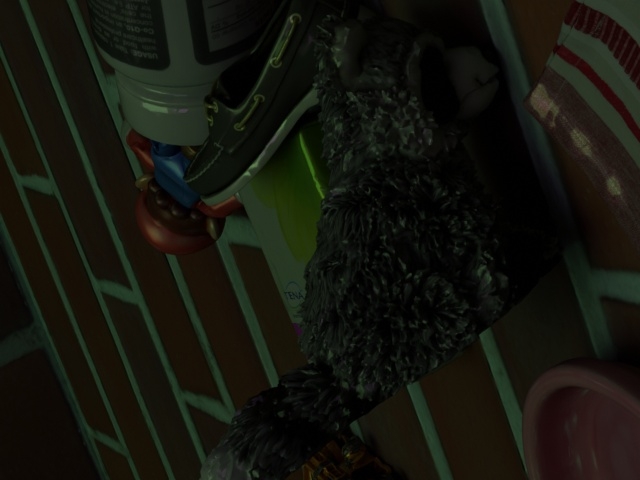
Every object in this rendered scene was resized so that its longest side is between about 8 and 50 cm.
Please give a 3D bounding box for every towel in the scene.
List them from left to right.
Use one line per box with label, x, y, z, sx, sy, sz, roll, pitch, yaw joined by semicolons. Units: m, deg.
towel;0.269;-0.110;1.421;0.237;0.037;0.329;55;156;20

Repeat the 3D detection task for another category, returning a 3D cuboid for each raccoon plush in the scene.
raccoon plush;0.000;0.000;1.666;0.299;0.446;0.216;51;171;-1

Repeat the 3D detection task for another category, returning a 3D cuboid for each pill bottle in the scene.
pill bottle;-0.149;-0.290;1.940;0.204;0.204;0.361;43;149;42

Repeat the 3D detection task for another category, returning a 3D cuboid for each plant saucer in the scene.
plant saucer;0.309;0.246;1.658;0.332;0.084;0.332;49;154;34

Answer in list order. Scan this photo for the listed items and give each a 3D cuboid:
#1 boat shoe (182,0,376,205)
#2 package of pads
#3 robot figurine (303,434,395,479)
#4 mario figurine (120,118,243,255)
boat shoe;-0.062;-0.149;1.888;0.091;0.109;0.305;29;132;-18
package of pads;0.021;0.005;2.020;0.229;0.101;0.296;-3;110;65
robot figurine;0.052;0.376;2.376;0.211;0.085;0.291;35;145;49
mario figurine;-0.146;-0.108;2.251;0.320;0.170;0.198;105;150;-67
